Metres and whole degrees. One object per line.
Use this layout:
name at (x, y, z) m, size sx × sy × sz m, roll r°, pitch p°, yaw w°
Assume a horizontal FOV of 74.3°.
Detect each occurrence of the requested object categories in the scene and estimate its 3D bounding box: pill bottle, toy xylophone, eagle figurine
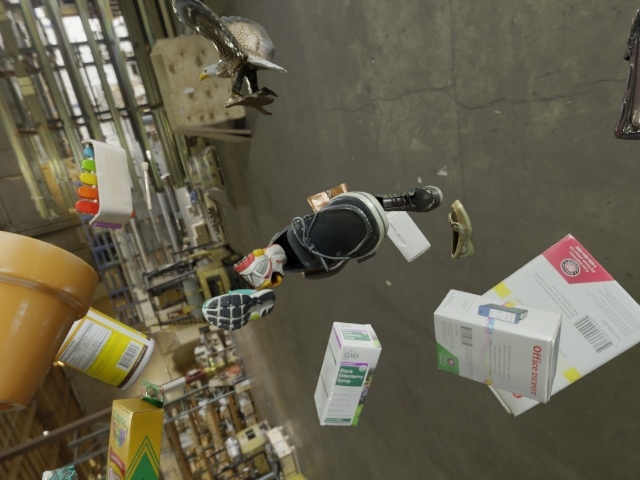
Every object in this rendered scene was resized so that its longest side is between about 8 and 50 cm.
pill bottle at (-0.465, 0.211, 0.870) m, size 0.215 × 0.117 × 0.117 m, roll 36°, pitch 170°, yaw -21°
toy xylophone at (-0.708, -0.195, 1.459) m, size 0.081 × 0.236 × 0.323 m, roll -17°, pitch 70°, yaw 30°
eagle figurine at (-0.224, -0.475, 1.056) m, size 0.226 × 0.225 × 0.299 m, roll 169°, pitch 86°, yaw -79°

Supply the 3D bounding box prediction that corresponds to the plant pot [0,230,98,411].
plant pot at (-0.428, 0.116, 0.553) m, size 0.205 × 0.204 × 0.188 m, roll 111°, pitch 163°, yaw -59°

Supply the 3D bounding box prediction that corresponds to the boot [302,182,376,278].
boot at (0.016, -0.030, 1.420) m, size 0.281 × 0.264 × 0.096 m, roll 66°, pitch -174°, yaw 15°

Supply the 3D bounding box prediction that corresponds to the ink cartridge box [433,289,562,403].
ink cartridge box at (0.343, 0.202, 0.825) m, size 0.212 × 0.093 × 0.155 m, roll 11°, pitch 124°, yaw 38°

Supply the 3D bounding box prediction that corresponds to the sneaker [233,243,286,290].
sneaker at (-0.130, 0.071, 1.013) m, size 0.093 × 0.088 × 0.225 m, roll 54°, pitch -165°, yaw 3°

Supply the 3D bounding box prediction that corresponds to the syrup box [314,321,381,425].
syrup box at (0.060, 0.318, 1.006) m, size 0.096 × 0.093 × 0.237 m, roll -114°, pitch 34°, yaw -63°

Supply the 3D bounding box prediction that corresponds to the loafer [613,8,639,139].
loafer at (0.630, -0.348, 0.826) m, size 0.095 × 0.109 × 0.303 m, roll 2°, pitch 90°, yaw 59°

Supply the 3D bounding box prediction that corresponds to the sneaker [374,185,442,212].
sneaker at (0.270, -0.119, 1.330) m, size 0.222 × 0.118 × 0.083 m, roll -1°, pitch 99°, yaw 58°

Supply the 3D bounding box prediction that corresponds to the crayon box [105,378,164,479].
crayon box at (-0.477, 0.531, 1.079) m, size 0.202 × 0.081 × 0.319 m, roll -15°, pitch 71°, yaw 51°

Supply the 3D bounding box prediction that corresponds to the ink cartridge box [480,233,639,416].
ink cartridge box at (0.565, 0.216, 1.089) m, size 0.279 × 0.384 × 0.160 m, roll 56°, pitch -165°, yaw 20°

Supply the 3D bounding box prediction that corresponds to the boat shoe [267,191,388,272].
boat shoe at (0.000, 0.000, 1.205) m, size 0.500 × 0.156 × 0.187 m, roll -18°, pitch 103°, yaw 54°

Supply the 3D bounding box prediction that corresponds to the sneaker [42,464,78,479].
sneaker at (-0.635, 0.596, 1.032) m, size 0.166 × 0.076 × 0.065 m, roll 1°, pitch 103°, yaw 60°

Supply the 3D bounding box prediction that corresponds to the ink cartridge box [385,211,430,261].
ink cartridge box at (0.332, -0.055, 1.773) m, size 0.198 × 0.114 × 0.273 m, roll 50°, pitch -170°, yaw -14°

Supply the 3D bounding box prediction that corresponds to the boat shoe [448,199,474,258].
boat shoe at (0.304, -0.020, 0.932) m, size 0.056 × 0.048 × 0.153 m, roll -99°, pitch -12°, yaw -49°

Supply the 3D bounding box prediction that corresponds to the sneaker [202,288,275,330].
sneaker at (-0.249, 0.195, 1.249) m, size 0.109 × 0.275 × 0.107 m, roll 10°, pitch 94°, yaw 30°
